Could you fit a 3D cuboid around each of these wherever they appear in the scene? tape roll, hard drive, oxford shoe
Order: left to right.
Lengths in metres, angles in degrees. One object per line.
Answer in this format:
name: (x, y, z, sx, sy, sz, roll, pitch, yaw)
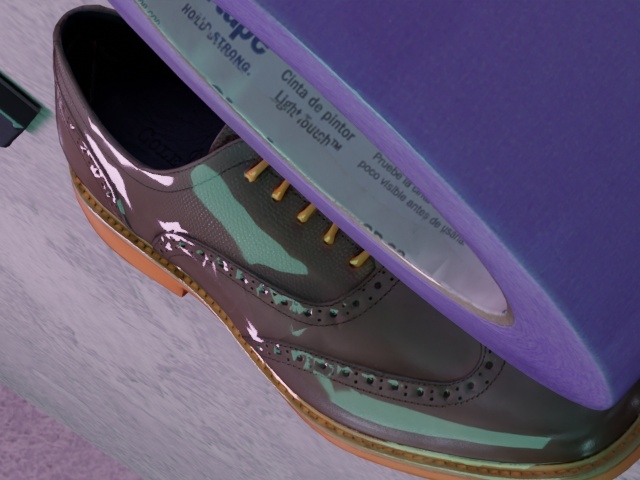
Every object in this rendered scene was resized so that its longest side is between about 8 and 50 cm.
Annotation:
hard drive: (-0.258, -0.117, 1.349, 0.135, 0.022, 0.094, 40, 164, -10)
oxford shoe: (0.000, 0.000, 0.940, 0.363, 0.130, 0.133, 28, 157, 28)
tape roll: (0.023, -0.066, 0.660, 0.275, 0.090, 0.275, 41, 174, 5)
